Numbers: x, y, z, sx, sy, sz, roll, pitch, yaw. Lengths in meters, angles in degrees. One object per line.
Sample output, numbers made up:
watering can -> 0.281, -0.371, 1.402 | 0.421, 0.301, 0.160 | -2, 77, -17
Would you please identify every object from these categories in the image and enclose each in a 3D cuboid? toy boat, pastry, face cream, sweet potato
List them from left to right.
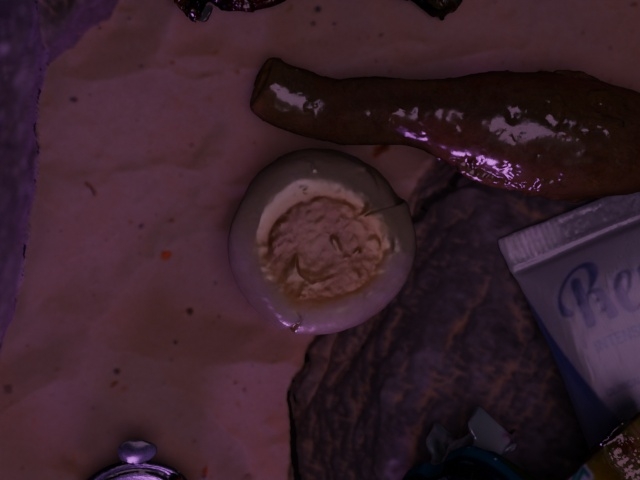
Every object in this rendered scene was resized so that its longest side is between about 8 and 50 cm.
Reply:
pastry -> 0.000, 0.000, 1.461 | 0.156, 0.092, 0.156 | 0, 96, -3
sweet potato -> 0.135, -0.093, 1.457 | 0.385, 0.109, 0.109 | 6, 97, -7
toy boat -> 0.209, 0.268, 1.516 | 0.299, 0.134, 0.092 | 43, 52, -15
face cream -> 0.337, 0.151, 1.519 | 0.234, 0.137, 0.420 | -22, 89, 3

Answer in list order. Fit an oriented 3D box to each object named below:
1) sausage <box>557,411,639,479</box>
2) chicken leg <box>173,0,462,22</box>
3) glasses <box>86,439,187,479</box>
sausage -> 0.313, 0.282, 1.408 | 0.117, 0.125, 0.317 | -27, 77, -37
chicken leg -> -0.005, -0.228, 1.452 | 0.253, 0.051, 0.106 | 1, 103, -7
glasses -> -0.178, 0.303, 1.398 | 0.234, 0.268, 0.118 | -34, 118, -3
